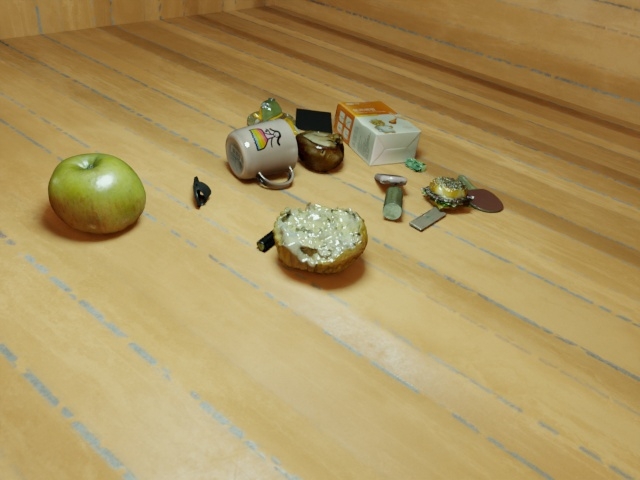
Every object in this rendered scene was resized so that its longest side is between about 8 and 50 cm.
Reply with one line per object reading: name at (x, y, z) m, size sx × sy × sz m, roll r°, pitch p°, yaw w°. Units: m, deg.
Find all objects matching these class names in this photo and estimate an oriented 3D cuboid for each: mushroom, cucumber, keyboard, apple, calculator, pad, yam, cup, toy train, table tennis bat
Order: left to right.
apple at (-0.636, -0.135, 1.505) m, size 0.261 × 0.194 × 0.261 m, roll 1°, pitch 38°, yaw -1°
cup at (-0.200, -0.290, 1.860) m, size 0.200 × 0.191 × 0.253 m, roll -20°, pitch 77°, yaw -30°
cucumber at (-0.134, -0.018, 1.594) m, size 0.043 × 0.039 × 0.163 m, roll 40°, pitch 43°, yaw 5°
pad at (-0.032, -0.542, 2.381) m, size 0.170 × 0.006 × 0.245 m, roll 6°, pitch 35°, yaw -5°
mushroom at (-0.004, -0.340, 2.010) m, size 0.194 × 0.138 × 0.231 m, roll 3°, pitch 22°, yaw 14°
calculator at (0.256, -0.224, 1.934) m, size 0.100 × 0.032 × 0.175 m, roll 5°, pitch 10°, yaw -5°
yam at (0.249, -0.130, 1.818) m, size 0.068 × 0.068 × 0.169 m, roll 13°, pitch 27°, yaw 5°
toy train at (0.380, -0.304, 2.121) m, size 0.053 × 0.033 × 0.083 m, roll -15°, pitch 41°, yaw -38°
keyboard at (0.367, -0.074, 1.810) m, size 0.055 × 0.017 × 0.166 m, roll 36°, pitch 43°, yaw 26°
table tennis bat at (0.595, -0.177, 2.008) m, size 0.138 × 0.022 × 0.246 m, roll -4°, pitch 39°, yaw -20°

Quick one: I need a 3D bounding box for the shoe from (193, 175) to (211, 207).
shoe at (-0.384, -0.167, 1.722) m, size 0.053 × 0.062 × 0.159 m, roll -12°, pitch 34°, yaw -8°

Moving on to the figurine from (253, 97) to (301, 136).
figurine at (-0.160, -0.482, 2.123) m, size 0.250 × 0.141 × 0.166 m, roll 29°, pitch 47°, yaw 17°

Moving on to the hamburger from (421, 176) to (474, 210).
hamburger at (0.461, -0.173, 1.895) m, size 0.189 × 0.093 × 0.164 m, roll -6°, pitch 33°, yaw -32°

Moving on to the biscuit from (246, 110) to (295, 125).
biscuit at (-0.210, -0.510, 2.272) m, size 0.220 × 0.033 × 0.220 m, roll 6°, pitch 38°, yaw -4°

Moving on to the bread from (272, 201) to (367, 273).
bread at (0.000, 0.000, 1.506) m, size 0.274 × 0.149 × 0.274 m, roll 3°, pitch 40°, yaw -2°

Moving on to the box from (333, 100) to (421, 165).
box at (0.227, -0.458, 2.211) m, size 0.225 × 0.143 × 0.341 m, roll -9°, pitch 38°, yaw -25°
